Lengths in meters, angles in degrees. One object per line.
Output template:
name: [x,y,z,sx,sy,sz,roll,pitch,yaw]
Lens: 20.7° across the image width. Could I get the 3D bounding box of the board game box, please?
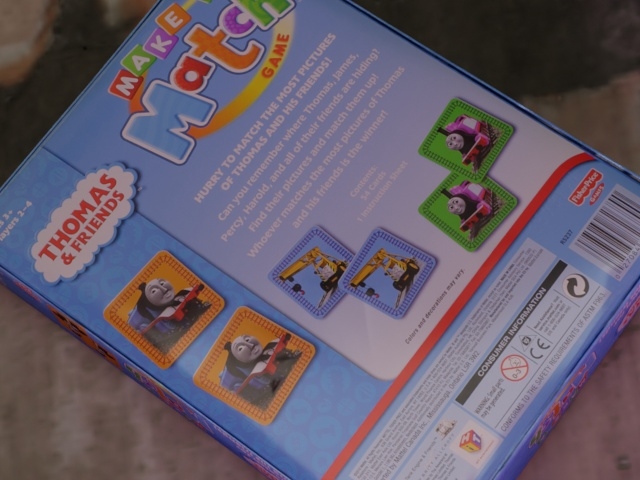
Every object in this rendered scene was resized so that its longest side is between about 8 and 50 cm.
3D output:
board game box: [0.000,0.000,0.632,0.211,0.039,0.160,34,77,18]
